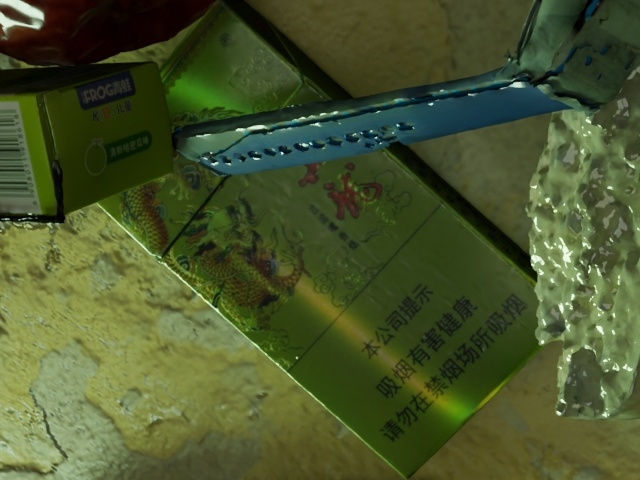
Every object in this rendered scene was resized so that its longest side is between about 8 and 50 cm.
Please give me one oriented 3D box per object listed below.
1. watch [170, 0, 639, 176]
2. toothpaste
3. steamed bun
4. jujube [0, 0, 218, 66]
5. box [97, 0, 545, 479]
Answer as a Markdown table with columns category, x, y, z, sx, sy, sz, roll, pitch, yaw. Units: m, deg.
| category | x | y | z | sx | sy | sz | roll | pitch | yaw |
| --- | --- | --- | --- | --- | --- | --- | --- | --- | --- |
| watch | 0.048 | -0.127 | 0.746 | 0.274 | 0.068 | 0.276 | 30 | 100 | 42 |
| toothpaste | -0.252 | -0.065 | 0.878 | 0.327 | 0.110 | 0.077 | 2 | 109 | 34 |
| steamed bun | 0.191 | -0.010 | 0.776 | 0.170 | 0.200 | 0.226 | 31 | 105 | 53 |
| jujube | -0.157 | -0.223 | 0.803 | 0.213 | 0.213 | 0.232 | -35 | 77 | 22 |
| box | 0.000 | 0.000 | 0.910 | 0.311 | 0.043 | 0.173 | 42 | 112 | 1 |
